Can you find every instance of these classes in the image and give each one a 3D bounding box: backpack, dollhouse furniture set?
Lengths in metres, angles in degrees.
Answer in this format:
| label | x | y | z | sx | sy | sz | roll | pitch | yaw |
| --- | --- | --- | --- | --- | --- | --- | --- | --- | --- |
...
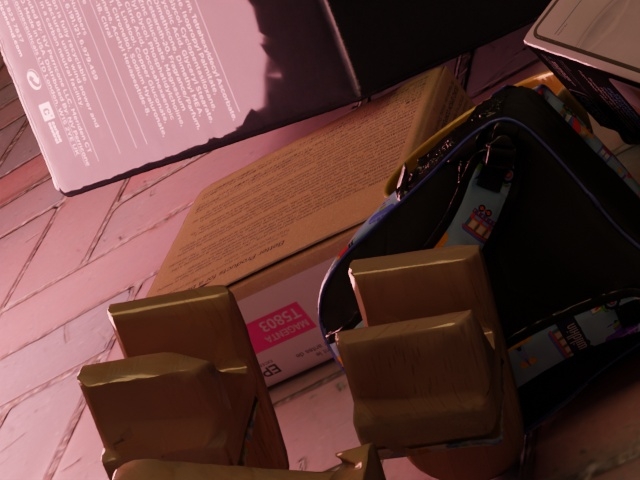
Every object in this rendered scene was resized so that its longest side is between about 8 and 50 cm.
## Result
| label | x | y | z | sx | sy | sz | roll | pitch | yaw |
| --- | --- | --- | --- | --- | --- | --- | --- | --- | --- |
| backpack | 0.093 | 0.022 | 0.973 | 0.173 | 0.158 | 0.117 | -43 | 9 | 22 |
| dollhouse furniture set | -0.090 | 0.226 | 0.839 | 0.394 | 0.256 | 0.362 | -9 | 29 | 14 |

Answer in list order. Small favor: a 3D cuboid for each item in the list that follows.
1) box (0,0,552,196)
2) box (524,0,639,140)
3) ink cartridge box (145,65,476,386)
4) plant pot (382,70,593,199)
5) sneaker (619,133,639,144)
| label | x | y | z | sx | sy | sz | roll | pitch | yaw |
| --- | --- | --- | --- | --- | --- | --- | --- | --- | --- |
| box | -0.038 | -0.210 | 1.467 | 0.293 | 0.212 | 0.395 | -27 | 8 | -41 |
| box | 0.260 | -0.112 | 0.923 | 0.169 | 0.087 | 0.290 | -52 | 36 | -4 |
| ink cartridge box | 0.000 | 0.000 | 1.251 | 0.235 | 0.088 | 0.193 | -25 | 25 | 29 |
| plant pot | 0.120 | -0.028 | 1.086 | 0.134 | 0.095 | 0.134 | -34 | 12 | 8 |
| sneaker | 0.251 | -0.119 | 1.093 | 0.227 | 0.087 | 0.130 | -15 | 33 | 52 |
